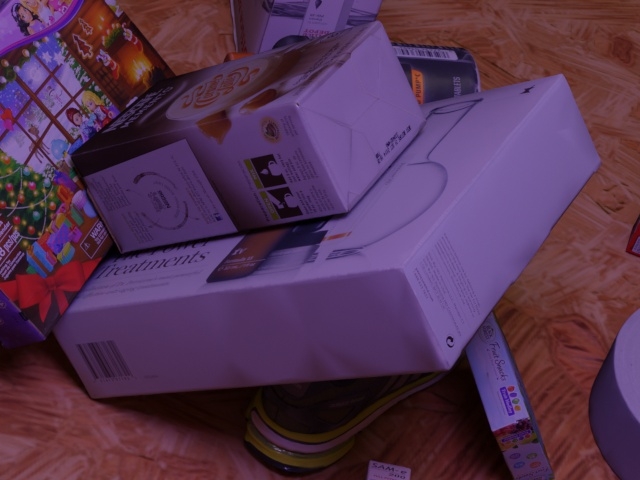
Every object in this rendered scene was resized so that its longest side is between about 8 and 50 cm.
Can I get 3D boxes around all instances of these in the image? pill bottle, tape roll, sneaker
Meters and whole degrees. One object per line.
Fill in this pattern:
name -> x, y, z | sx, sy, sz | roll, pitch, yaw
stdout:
pill bottle -> 0.024, -0.134, 1.564 | 0.246, 0.130, 0.130 | 2, 45, -12
tape roll -> 0.354, 0.151, 1.410 | 0.219, 0.072, 0.219 | 7, 44, -7
sneaker -> 0.056, 0.077, 1.365 | 0.111, 0.121, 0.300 | 34, 47, 17

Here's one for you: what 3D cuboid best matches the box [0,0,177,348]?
box -> -0.234, -0.084, 1.314 | 0.201, 0.057, 0.293 | 51, 47, -24

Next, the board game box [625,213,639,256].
board game box -> 0.415, -0.018, 1.543 | 0.194, 0.146, 0.045 | 21, 44, 6

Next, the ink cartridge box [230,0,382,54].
ink cartridge box -> -0.003, -0.310, 1.625 | 0.117, 0.283, 0.207 | 6, 44, -15

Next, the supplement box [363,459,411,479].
supplement box -> 0.045, 0.232, 1.249 | 0.036, 0.062, 0.098 | 12, 45, -2

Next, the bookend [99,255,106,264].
bookend -> -0.206, -0.025, 1.431 | 0.156, 0.072, 0.157 | -3, 47, -19

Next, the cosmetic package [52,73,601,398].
cosmetic package -> 0.000, 0.000, 1.290 | 0.377, 0.097, 0.284 | -9, 25, 40

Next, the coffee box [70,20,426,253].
coffee box -> -0.060, -0.080, 1.272 | 0.247, 0.098, 0.141 | -10, 26, 38

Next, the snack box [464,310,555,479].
snack box -> 0.155, 0.128, 1.356 | 0.037, 0.100, 0.141 | -21, 47, 8
